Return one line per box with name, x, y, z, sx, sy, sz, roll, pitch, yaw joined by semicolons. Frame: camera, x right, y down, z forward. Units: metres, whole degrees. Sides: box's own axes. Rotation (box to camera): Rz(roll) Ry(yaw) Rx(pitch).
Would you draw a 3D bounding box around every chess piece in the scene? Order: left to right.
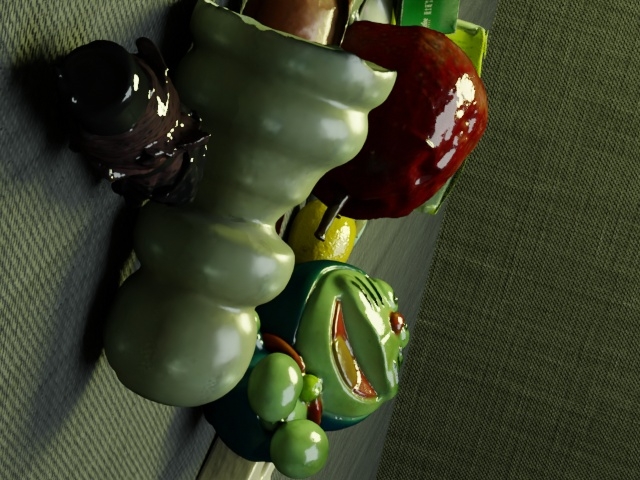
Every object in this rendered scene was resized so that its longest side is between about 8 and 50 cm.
chess piece;-0.076;-0.019;1.538;0.182;0.182;0.330;-12;123;-80

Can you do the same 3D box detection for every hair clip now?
hair clip;-0.065;0.209;2.285;0.101;0.085;0.331;91;24;-53

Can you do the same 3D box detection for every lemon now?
lemon;0.000;0.000;2.293;0.082;0.082;0.110;82;27;-70

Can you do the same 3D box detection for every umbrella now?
umbrella;-0.132;-0.083;1.304;0.090;0.094;0.326;-28;169;-1

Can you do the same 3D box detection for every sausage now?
sausage;-0.061;-0.105;1.676;0.102;0.102;0.330;40;68;-81

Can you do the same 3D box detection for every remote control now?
remote control;0.059;-0.233;2.336;0.073;0.044;0.229;-68;171;-53

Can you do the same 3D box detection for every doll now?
doll;-0.020;0.136;2.124;0.322;0.186;0.198;-34;112;-50

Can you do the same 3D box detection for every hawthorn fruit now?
hawthorn fruit;0.052;-0.113;2.063;0.266;0.210;0.230;-55;179;-18

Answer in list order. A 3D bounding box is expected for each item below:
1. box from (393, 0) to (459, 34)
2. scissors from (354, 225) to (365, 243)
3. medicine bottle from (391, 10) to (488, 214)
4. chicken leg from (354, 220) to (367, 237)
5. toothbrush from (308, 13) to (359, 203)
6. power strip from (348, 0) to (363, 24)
box;0.127;-0.357;2.263;0.199;0.081;0.135;95;-11;-61
scissors;0.007;0.044;2.606;0.191;0.029;0.360;61;48;-72
medicine bottle;0.123;-0.171;2.407;0.137;0.141;0.250;108;-4;-47
chicken leg;0.019;-0.009;2.472;0.178;0.070;0.093;108;-1;-46
toothbrush;0.012;-0.135;2.306;0.029;0.024;0.354;-75;176;-56
power strip;0.044;-0.366;1.976;0.078;0.052;0.272;-51;158;-68
